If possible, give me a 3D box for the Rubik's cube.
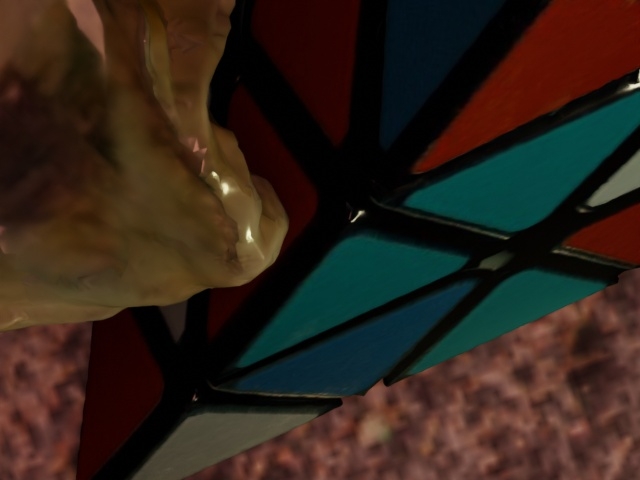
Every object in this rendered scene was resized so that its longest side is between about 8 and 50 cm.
[{"bbox_3d":[0.000,0.000,0.474,0.284,0.250,0.234,36,104,-9],"label":"Rubik's cube"}]

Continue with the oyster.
[{"bbox_3d":[-0.132,-0.113,0.449,0.351,0.115,0.238,48,108,20],"label":"oyster"}]
